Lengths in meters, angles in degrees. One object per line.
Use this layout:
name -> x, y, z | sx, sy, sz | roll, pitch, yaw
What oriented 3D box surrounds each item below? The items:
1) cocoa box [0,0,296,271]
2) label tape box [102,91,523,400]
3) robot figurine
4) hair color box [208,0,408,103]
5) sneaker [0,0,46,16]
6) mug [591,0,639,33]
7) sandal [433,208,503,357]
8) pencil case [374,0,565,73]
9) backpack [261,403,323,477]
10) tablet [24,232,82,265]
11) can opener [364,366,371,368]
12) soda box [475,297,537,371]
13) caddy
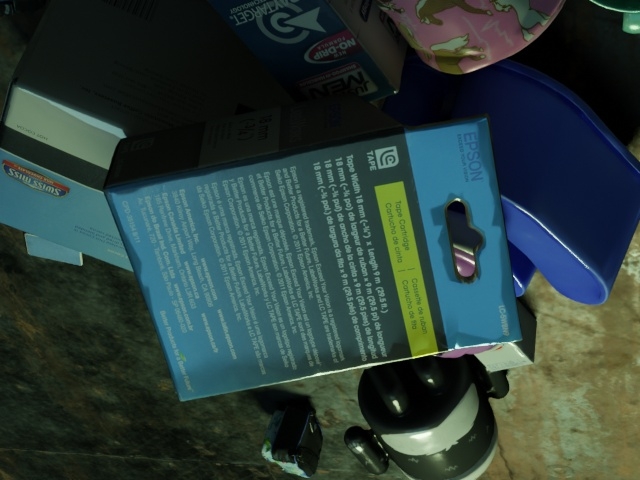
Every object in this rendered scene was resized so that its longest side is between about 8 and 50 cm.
cocoa box -> -0.152, -0.107, 1.187 | 0.347, 0.231, 0.228 | 22, 141, -12
label tape box -> 0.000, 0.000, 1.022 | 0.333, 0.106, 0.241 | -11, 120, 6
robot figurine -> 0.156, 0.247, 1.615 | 0.209, 0.174, 0.278 | -2, 141, 27
hair color box -> -0.049, -0.287, 0.968 | 0.105, 0.174, 0.347 | -15, 135, 34
sneaker -> -0.365, -0.281, 1.176 | 0.152, 0.058, 0.085 | 9, 135, -4
mug -> 0.268, -0.269, 0.951 | 0.129, 0.097, 0.158 | 21, 143, -12
sandal -> 0.122, 0.072, 1.230 | 0.169, 0.102, 0.416 | 19, 163, 16
pencil case -> 0.058, -0.317, 0.899 | 0.160, 0.167, 0.386 | -31, 128, 17
backpack -> -0.044, 0.339, 1.857 | 0.084, 0.105, 0.114 | 6, 151, 22
tablet -> -0.390, 0.012, 1.617 | 0.083, 0.006, 0.054 | 12, 143, 2
can opener -> 0.070, 0.061, 1.429 | 0.093, 0.074, 0.280 | 30, 141, 27
soda box -> 0.206, 0.086, 1.462 | 0.069, 0.074, 0.216 | -16, 135, 34
caddy -> 0.200, -0.073, 1.172 | 0.241, 0.179, 0.341 | 5, 155, 48
